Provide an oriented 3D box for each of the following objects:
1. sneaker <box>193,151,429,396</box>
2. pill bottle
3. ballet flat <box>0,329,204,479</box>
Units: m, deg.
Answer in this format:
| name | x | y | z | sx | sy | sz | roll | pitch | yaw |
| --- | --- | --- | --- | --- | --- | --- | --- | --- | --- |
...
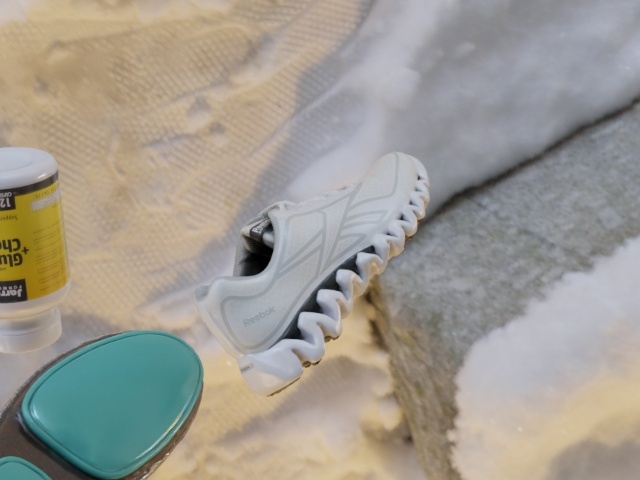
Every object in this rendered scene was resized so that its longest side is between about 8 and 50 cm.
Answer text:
| name | x | y | z | sx | sy | sz | roll | pitch | yaw |
| --- | --- | --- | --- | --- | --- | --- | --- | --- | --- |
| sneaker | 0.000 | 0.000 | 0.945 | 0.118 | 0.110 | 0.292 | 45 | 52 | -8 |
| pill bottle | -0.295 | 0.010 | 1.013 | 0.103 | 0.103 | 0.184 | -10 | 114 | -21 |
| ballet flat | -0.190 | 0.162 | 0.686 | 0.107 | 0.316 | 0.106 | 44 | 125 | 4 |
